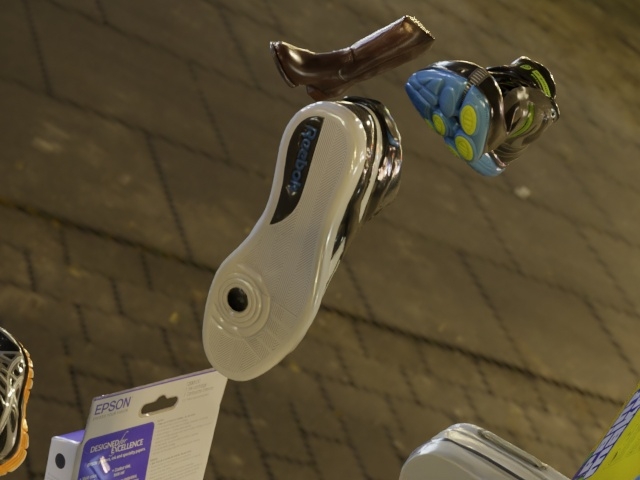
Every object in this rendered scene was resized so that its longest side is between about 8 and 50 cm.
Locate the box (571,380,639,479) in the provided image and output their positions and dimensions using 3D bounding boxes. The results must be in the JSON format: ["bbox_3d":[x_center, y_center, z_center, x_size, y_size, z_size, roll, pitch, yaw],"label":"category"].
[{"bbox_3d":[0.316,0.154,0.808,0.279,0.177,0.290,42,61,3],"label":"box"}]

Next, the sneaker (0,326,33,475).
[{"bbox_3d":[-0.417,0.189,1.826,0.083,0.084,0.215,50,18,-48],"label":"sneaker"}]

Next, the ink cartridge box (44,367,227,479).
[{"bbox_3d":[-0.182,0.221,1.390,0.045,0.208,0.206,23,16,30],"label":"ink cartridge box"}]

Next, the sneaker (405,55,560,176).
[{"bbox_3d":[0.105,-0.087,0.897,0.067,0.078,0.188,51,10,13],"label":"sneaker"}]

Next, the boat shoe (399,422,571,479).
[{"bbox_3d":[0.181,0.219,1.006,0.267,0.096,0.088,30,33,19],"label":"boat shoe"}]

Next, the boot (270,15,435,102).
[{"bbox_3d":[0.028,-0.153,1.140,0.106,0.114,0.037,21,51,-64],"label":"boot"}]

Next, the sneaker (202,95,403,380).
[{"bbox_3d":[0.000,0.000,1.036,0.079,0.217,0.121,33,22,20],"label":"sneaker"}]
